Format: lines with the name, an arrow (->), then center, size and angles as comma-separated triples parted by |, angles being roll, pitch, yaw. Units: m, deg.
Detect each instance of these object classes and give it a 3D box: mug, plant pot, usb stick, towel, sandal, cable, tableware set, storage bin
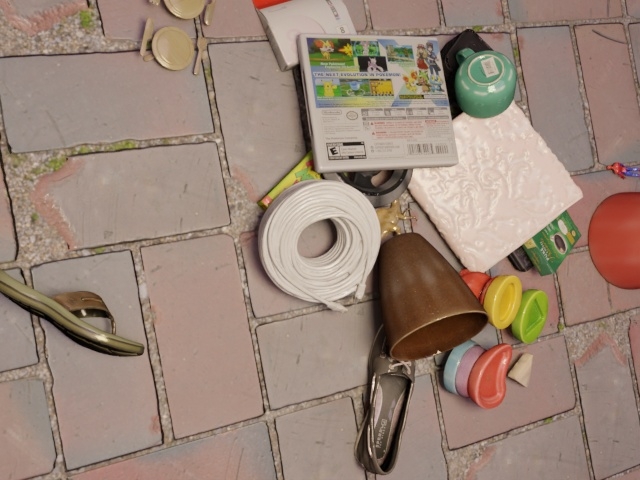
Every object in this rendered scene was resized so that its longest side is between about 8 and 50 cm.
mug -> 0.347, -0.351, 1.257 | 0.157, 0.097, 0.129 | 27, 82, 20
plant pot -> 0.874, -0.005, 1.456 | 0.274, 0.243, 0.275 | 1, 87, -19
usb stick -> 0.440, -0.048, 1.409 | 0.077, 0.045, 0.278 | -40, 100, -25
towel -> 0.385, -0.137, 1.335 | 0.317, 0.053, 0.332 | -37, 94, 3
plant pot -> 0.211, 0.104, 1.227 | 0.215, 0.215, 0.230 | -7, 58, -20
sandal -> -0.449, 0.123, 1.047 | 0.302, 0.120, 0.086 | 36, 62, -14
cable -> 0.000, 0.000, 1.183 | 0.257, 0.089, 0.257 | 21, 100, -22
tableware set -> -0.294, -0.443, 1.176 | 0.128, 0.039, 0.194 | 13, 88, -30
storage bin -> 0.365, -0.398, 1.384 | 0.180, 0.084, 0.122 | 39, 75, -14

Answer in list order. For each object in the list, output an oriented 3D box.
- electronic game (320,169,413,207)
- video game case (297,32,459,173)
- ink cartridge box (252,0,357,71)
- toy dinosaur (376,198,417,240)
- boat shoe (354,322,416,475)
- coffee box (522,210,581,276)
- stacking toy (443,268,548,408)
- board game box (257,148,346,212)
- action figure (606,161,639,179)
electronic game -> 0.100, -0.182, 1.257 | 0.229, 0.048, 0.229 | 4, 79, -19
video game case -> 0.126, -0.298, 1.241 | 0.328, 0.036, 0.300 | -5, 81, -18
ink cartridge box -> -0.043, -0.509, 1.262 | 0.189, 0.066, 0.232 | -25, 99, -19
toy dinosaur -> 0.160, -0.030, 1.313 | 0.092, 0.053, 0.183 | 28, 72, 1
boat shoe -> 0.157, 0.339, 1.254 | 0.112, 0.095, 0.335 | 15, 82, -18
coffee box -> 0.572, -0.007, 1.429 | 0.184, 0.040, 0.113 | -40, 100, -35
stacking toy -> 0.399, 0.220, 1.355 | 0.279, 0.130, 0.309 | 7, 97, -45
board game box -> -0.039, -0.111, 1.241 | 0.092, 0.043, 0.181 | 47, 73, -11
action figure -> 0.829, -0.189, 1.565 | 0.115, 0.030, 0.038 | 11, 77, -14
